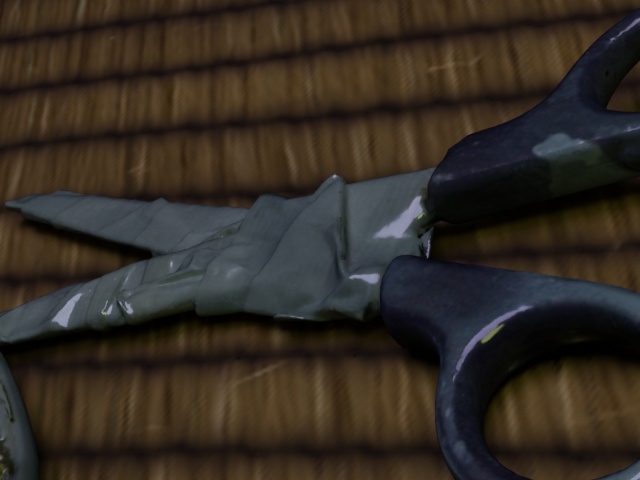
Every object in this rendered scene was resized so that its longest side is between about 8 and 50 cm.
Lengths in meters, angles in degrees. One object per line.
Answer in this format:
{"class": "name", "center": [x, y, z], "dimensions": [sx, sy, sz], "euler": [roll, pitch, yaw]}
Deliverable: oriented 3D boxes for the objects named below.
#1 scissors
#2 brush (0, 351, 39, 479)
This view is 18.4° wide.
{"class": "scissors", "center": [0.000, 0.000, 0.759], "dimensions": [0.383, 0.029, 0.256], "euler": [-4, 45, 37]}
{"class": "brush", "center": [-0.130, 0.091, 0.691], "dimensions": [0.068, 0.060, 0.297], "euler": [-45, 34, 2]}
